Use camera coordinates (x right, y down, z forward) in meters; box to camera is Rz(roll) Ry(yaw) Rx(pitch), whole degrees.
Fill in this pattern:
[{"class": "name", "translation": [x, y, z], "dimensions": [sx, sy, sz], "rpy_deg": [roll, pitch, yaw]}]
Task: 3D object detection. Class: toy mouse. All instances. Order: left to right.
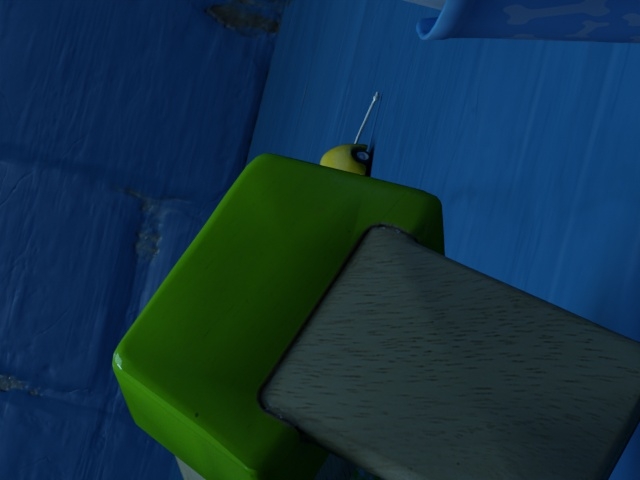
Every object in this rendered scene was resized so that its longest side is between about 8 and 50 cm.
[{"class": "toy mouse", "translation": [0.000, 0.000, 1.244], "dimensions": [0.143, 0.031, 0.161], "rpy_deg": [111, 171, -50]}]

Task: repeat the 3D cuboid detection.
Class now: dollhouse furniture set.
[{"class": "dollhouse furniture set", "translation": [0.017, 0.147, 0.565], "dimensions": [0.197, 0.151, 0.301], "rpy_deg": [-56, -22, -26]}]

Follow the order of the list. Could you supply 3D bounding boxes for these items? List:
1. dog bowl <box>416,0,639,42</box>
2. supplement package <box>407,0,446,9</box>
[{"class": "dog bowl", "translation": [0.080, -0.145, 0.541], "dimensions": [0.297, 0.074, 0.166], "rpy_deg": [-89, 12, -73]}, {"class": "supplement package", "translation": [0.019, -0.254, 0.821], "dimensions": [0.199, 0.198, 0.262], "rpy_deg": [-132, 56, -84]}]
